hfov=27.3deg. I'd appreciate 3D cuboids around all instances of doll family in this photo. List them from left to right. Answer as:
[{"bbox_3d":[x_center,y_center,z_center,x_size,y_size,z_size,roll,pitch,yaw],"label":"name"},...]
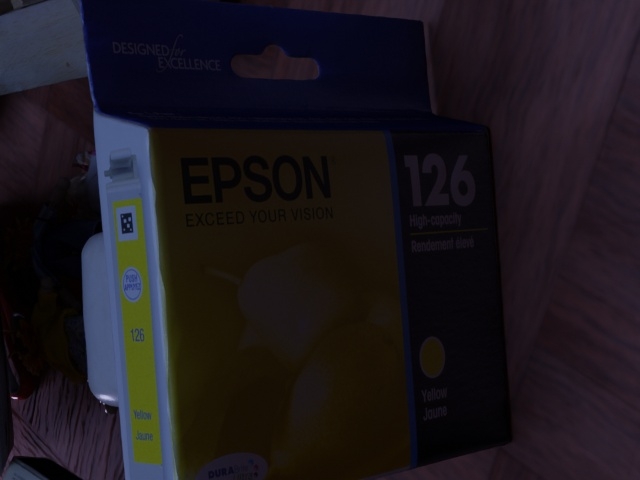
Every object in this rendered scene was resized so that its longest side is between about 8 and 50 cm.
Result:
[{"bbox_3d":[-0.237,0.039,1.239,0.163,0.118,0.263,3,95,49],"label":"doll family"}]

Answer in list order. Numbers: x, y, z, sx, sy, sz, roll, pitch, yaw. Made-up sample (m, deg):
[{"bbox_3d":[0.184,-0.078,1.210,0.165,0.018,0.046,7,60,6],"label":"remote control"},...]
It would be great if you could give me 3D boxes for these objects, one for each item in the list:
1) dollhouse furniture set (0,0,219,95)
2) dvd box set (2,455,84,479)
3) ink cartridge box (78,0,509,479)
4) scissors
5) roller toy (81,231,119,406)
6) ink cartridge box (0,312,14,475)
[{"bbox_3d":[-0.278,-0.336,1.099,0.256,0.362,0.394,-3,120,47],"label":"dollhouse furniture set"},{"bbox_3d":[-0.231,0.445,1.148,0.307,0.062,0.421,24,91,27],"label":"dvd box set"},{"bbox_3d":[0.000,0.000,0.830,0.072,0.303,0.307,-2,92,46],"label":"ink cartridge box"},{"bbox_3d":[-0.367,0.034,1.460,0.109,0.021,0.297,-50,59,40],"label":"scissors"},{"bbox_3d":[-0.089,0.048,1.013,0.191,0.209,0.146,-6,87,54],"label":"roller toy"},{"bbox_3d":[-0.385,0.079,1.229,0.395,0.166,0.286,155,109,-77],"label":"ink cartridge box"}]
